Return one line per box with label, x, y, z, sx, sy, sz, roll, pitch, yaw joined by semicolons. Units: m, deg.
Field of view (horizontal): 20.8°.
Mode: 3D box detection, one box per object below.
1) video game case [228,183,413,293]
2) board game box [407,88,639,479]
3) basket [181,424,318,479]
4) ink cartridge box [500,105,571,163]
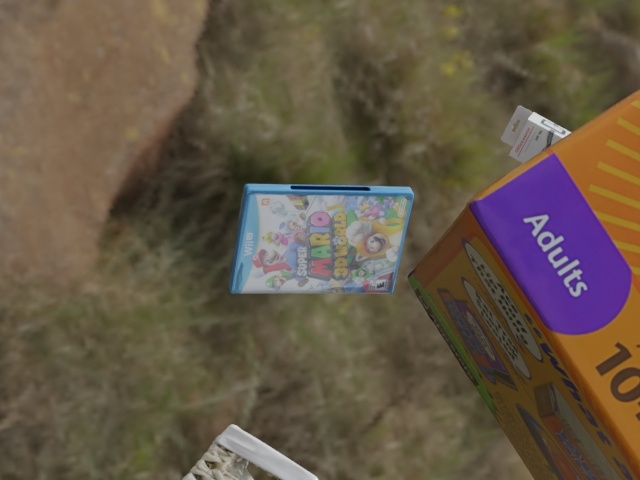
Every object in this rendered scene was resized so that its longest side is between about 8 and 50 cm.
video game case;0.000;0.000;1.687;0.015;0.166;0.119;-112;-153;-53
board game box;0.301;0.057;0.953;0.356;0.356;0.356;57;-5;4
basket;-0.061;0.263;1.507;0.103;0.113;0.167;-42;143;-29
ink cartridge box;0.232;-0.101;1.838;0.083;0.048;0.028;29;28;8
